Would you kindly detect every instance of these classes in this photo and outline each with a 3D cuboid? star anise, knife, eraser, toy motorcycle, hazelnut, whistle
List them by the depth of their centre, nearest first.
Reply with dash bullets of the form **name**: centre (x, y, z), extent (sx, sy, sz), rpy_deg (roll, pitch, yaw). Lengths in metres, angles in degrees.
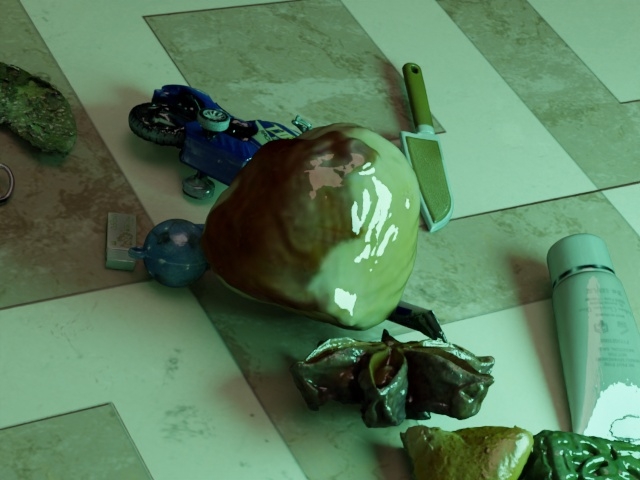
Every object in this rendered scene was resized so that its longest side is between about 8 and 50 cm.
- **star anise**: centre (0.091, 0.165, 1.788), extent (0.220, 0.099, 0.214), rpy_deg (10, 18, 17)
- **hazelnut**: centre (0.000, 0.000, 1.822), extent (0.261, 0.261, 0.241), rpy_deg (-6, 39, -25)
- **whistle**: centre (-0.155, 0.015, 1.884), extent (0.158, 0.090, 0.090), rpy_deg (0, 44, -21)
- **eraser**: centre (-0.243, 0.001, 1.914), extent (0.038, 0.019, 0.083), rpy_deg (8, 42, -14)
- **toy motorcycle**: centre (-0.103, -0.124, 2.041), extent (0.315, 0.113, 0.169), rpy_deg (26, 30, 21)
- **knife**: centre (0.139, -0.134, 2.196), extent (0.061, 0.027, 0.343), rpy_deg (8, 45, -18)

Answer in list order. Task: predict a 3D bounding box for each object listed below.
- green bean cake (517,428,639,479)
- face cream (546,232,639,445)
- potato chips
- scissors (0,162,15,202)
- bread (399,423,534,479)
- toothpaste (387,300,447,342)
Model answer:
- **green bean cake**: centre (0.316, 0.304, 1.739), extent (0.185, 0.094, 0.183), rpy_deg (11, 40, -15)
- **face cream**: centre (0.350, 0.134, 1.943), extent (0.143, 0.089, 0.314), rpy_deg (4, 51, -17)
- **potato chips**: centre (-0.420, -0.166, 2.027), extent (0.220, 0.029, 0.202), rpy_deg (17, 40, -1)
- **scissors**: centre (-0.423, -0.125, 1.951), extent (0.085, 0.022, 0.176), rpy_deg (1, 63, -12)
- **bread**: centre (0.151, 0.267, 1.724), extent (0.154, 0.054, 0.136), rpy_deg (-4, 57, 24)
- **toothpaste**: centre (0.104, 0.090, 1.873), extent (0.028, 0.045, 0.170), rpy_deg (-28, 17, -18)
